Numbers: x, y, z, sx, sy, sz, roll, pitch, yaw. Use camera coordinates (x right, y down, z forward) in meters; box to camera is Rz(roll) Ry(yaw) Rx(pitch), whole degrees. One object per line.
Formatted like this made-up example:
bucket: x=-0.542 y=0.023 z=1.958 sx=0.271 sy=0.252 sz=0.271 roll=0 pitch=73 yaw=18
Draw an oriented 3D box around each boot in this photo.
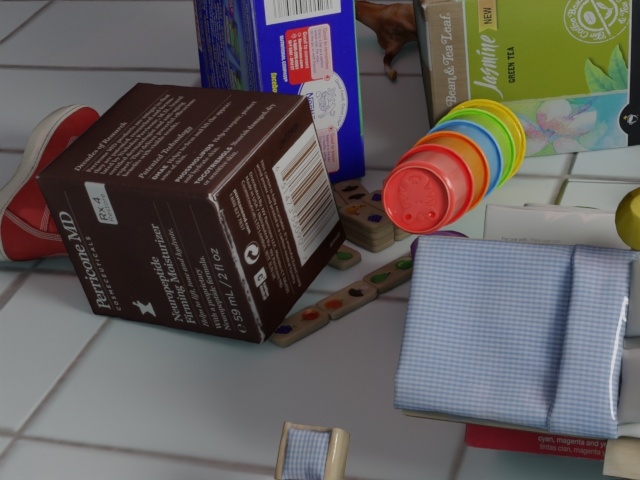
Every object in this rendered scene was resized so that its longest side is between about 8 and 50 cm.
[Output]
boot: x=-0.234 y=-0.061 z=1.459 sx=0.176 sy=0.088 sz=0.244 roll=1 pitch=39 yaw=14

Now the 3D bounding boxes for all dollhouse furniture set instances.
dollhouse furniture set: x=0.072 y=0.093 z=0.851 sx=0.286 sy=0.198 sz=0.303 roll=6 pitch=77 yaw=23

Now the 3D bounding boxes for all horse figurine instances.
horse figurine: x=0.154 y=-0.282 z=1.762 sx=0.263 sy=0.066 sz=0.174 roll=-16 pitch=36 yaw=-9

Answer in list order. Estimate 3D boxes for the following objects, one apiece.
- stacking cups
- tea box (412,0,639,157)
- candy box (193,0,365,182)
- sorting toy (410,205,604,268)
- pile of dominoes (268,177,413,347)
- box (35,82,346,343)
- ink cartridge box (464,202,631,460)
stacking cups: x=0.122 y=-0.074 z=1.274 sx=0.096 sy=0.096 sz=0.316 roll=2 pitch=10 yaw=17
tea box: x=0.265 y=-0.278 z=1.526 sx=0.323 sy=0.220 sz=0.329 roll=-7 pitch=41 yaw=4
candy box: x=-0.057 y=-0.238 z=1.532 sx=0.122 sy=0.268 sz=0.317 roll=-12 pitch=30 yaw=-14
sorting toy: x=0.263 y=0.036 z=1.185 sx=0.365 sy=0.127 sz=0.126 roll=5 pitch=3 yaw=26
pile of dominoes: x=0.000 y=0.000 z=1.337 sx=0.251 sy=0.040 sz=0.196 roll=-27 pitch=35 yaw=-30
box: x=-0.113 y=-0.030 z=1.262 sx=0.203 sy=0.168 sz=0.167 roll=7 pitch=41 yaw=31
ink cartridge box: x=0.186 y=0.069 z=1.000 sx=0.127 sy=0.176 sz=0.128 roll=3 pitch=-6 yaw=20
